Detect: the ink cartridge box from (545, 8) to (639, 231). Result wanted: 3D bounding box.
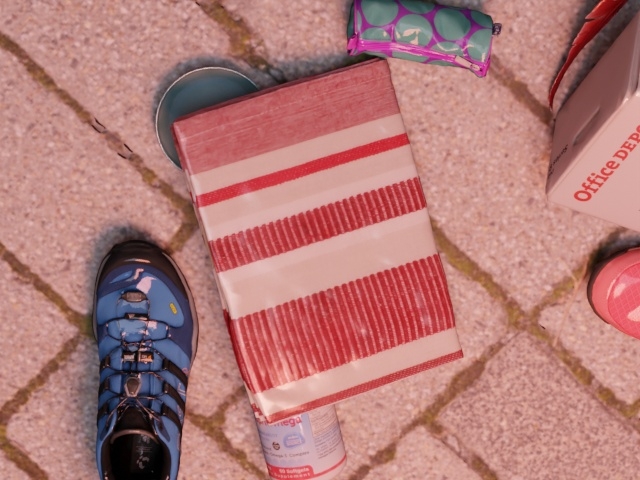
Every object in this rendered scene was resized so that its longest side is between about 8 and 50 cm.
[{"bbox_3d":[0.399,-0.092,1.711,0.289,0.122,0.211,18,147,-10],"label":"ink cartridge box"}]

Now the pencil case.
[{"bbox_3d":[0.102,-0.207,1.731,0.151,0.070,0.064,8,137,-6],"label":"pencil case"}]

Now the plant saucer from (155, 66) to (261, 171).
[{"bbox_3d":[-0.110,-0.122,1.763,0.119,0.021,0.119,-2,107,-5],"label":"plant saucer"}]

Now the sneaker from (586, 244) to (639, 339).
[{"bbox_3d":[0.437,0.090,1.812,0.313,0.136,0.116,20,103,-10],"label":"sneaker"}]

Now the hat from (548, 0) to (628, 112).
[{"bbox_3d":[0.314,-0.268,1.739,0.208,0.173,0.183,-8,142,18],"label":"hat"}]

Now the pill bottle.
[{"bbox_3d":[-0.029,0.176,1.824,0.087,0.087,0.160,-14,107,-1],"label":"pill bottle"}]

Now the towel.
[{"bbox_3d":[0.000,0.000,1.755,0.237,0.037,0.329,-17,98,-13],"label":"towel"}]

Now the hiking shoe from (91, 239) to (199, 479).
[{"bbox_3d":[-0.180,0.153,1.781,0.113,0.132,0.304,-3,107,-4],"label":"hiking shoe"}]
